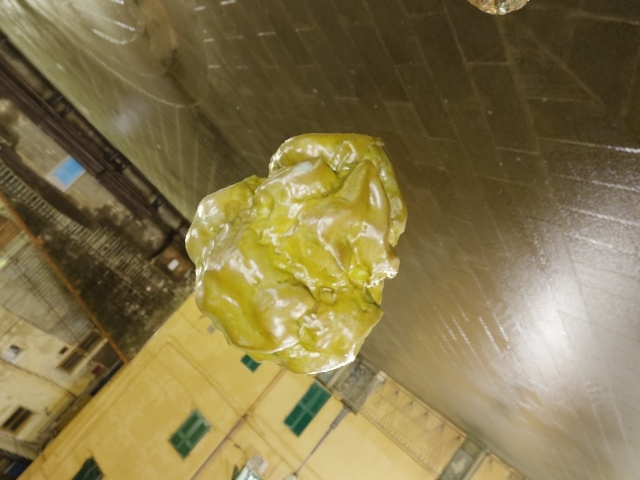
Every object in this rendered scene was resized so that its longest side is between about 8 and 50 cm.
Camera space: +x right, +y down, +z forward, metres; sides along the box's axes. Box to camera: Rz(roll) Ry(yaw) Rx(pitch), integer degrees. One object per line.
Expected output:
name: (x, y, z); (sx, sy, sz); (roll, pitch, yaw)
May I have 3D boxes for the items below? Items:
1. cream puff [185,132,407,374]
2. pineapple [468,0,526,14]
cream puff: (0.000, 0.001, 0.664); (0.291, 0.324, 0.257); (50, 122, 0)
pineapple: (0.298, -0.459, 0.671); (0.141, 0.170, 0.310); (57, 160, 11)
